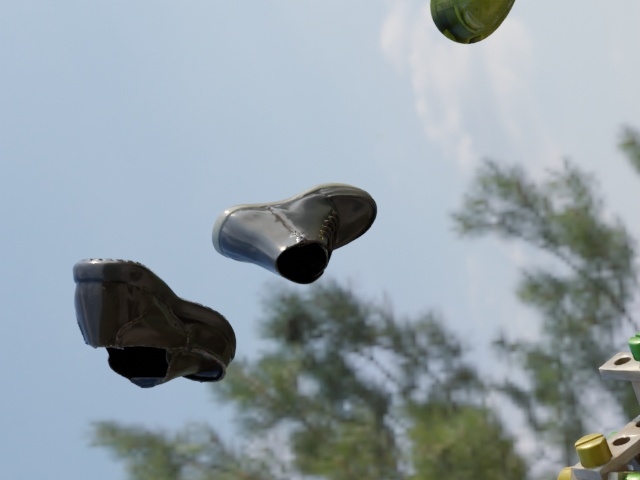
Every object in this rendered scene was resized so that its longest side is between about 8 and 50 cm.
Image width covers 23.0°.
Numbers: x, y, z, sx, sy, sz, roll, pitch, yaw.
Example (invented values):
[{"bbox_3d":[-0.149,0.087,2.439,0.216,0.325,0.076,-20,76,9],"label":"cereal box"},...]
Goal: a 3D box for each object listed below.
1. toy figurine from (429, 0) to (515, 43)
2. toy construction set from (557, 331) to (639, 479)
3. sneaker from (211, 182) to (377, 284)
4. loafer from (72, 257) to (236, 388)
[{"bbox_3d":[0.255,-0.390,1.685,0.191,0.217,0.362,44,-106,-24],"label":"toy figurine"},{"bbox_3d":[0.357,0.235,1.671,0.309,0.258,0.237,-141,36,-73],"label":"toy construction set"},{"bbox_3d":[0.000,0.000,1.752,0.222,0.118,0.083,-14,-60,-38],"label":"sneaker"},{"bbox_3d":[-0.137,0.081,1.246,0.220,0.080,0.078,41,-127,-59],"label":"loafer"}]
